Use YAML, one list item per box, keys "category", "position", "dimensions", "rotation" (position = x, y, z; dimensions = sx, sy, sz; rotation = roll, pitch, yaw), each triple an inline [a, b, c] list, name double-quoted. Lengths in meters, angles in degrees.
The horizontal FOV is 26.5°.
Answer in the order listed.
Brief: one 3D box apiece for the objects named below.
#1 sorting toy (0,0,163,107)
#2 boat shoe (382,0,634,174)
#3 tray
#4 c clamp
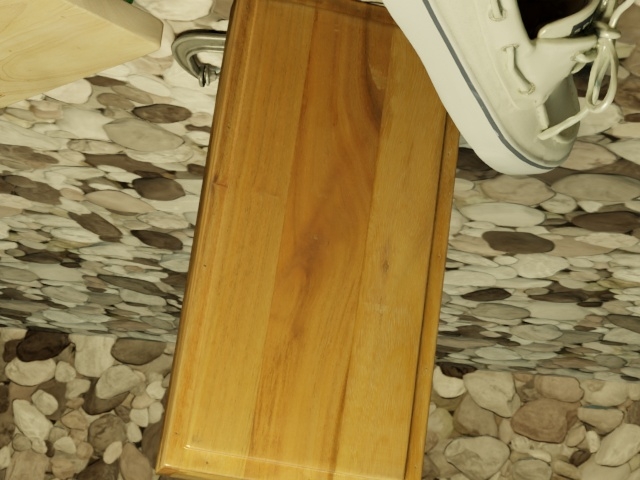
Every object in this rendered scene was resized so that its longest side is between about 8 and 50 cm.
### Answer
- category: "sorting toy"
  position: [-0.297, -0.215, 1.099]
  dimensions: [0.255, 0.089, 0.257]
  rotation: [23, 158, -40]
- category: "boat shoe"
  position: [0.168, -0.166, 1.015]
  dimensions: [0.156, 0.136, 0.367]
  rotation: [-4, 150, 26]
- category: "tray"
  position: [0.000, 0.000, 1.116]
  dimensions: [0.203, 0.411, 0.076]
  rotation: [11, 162, -10]
- category: "c clamp"
  position: [-0.061, -0.160, 1.291]
  dimensions: [0.160, 0.022, 0.137]
  rotation: [7, 163, 0]
